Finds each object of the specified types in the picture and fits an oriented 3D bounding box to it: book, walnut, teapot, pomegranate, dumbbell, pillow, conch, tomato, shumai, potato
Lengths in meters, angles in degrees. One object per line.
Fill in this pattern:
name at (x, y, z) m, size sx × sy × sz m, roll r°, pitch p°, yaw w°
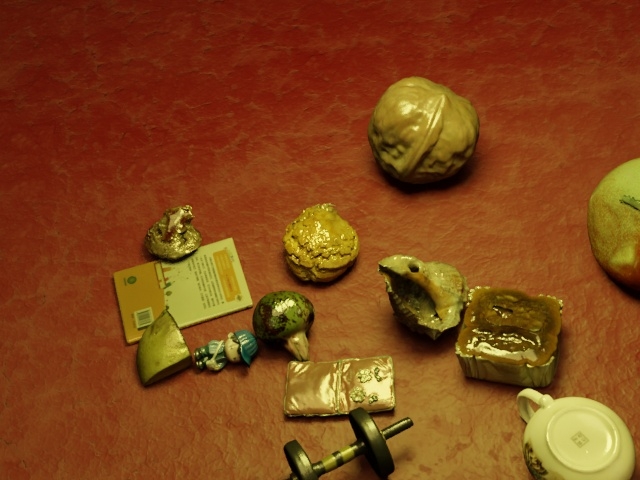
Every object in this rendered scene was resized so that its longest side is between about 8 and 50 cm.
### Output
book at (-0.322, 0.114, 2.152) m, size 0.296 × 0.020 × 0.208 m, roll -17°, pitch 52°, yaw -5°
walnut at (0.242, -0.258, 2.205) m, size 0.273 × 0.273 × 0.227 m, roll 35°, pitch 54°, yaw 29°
teapot at (0.479, 0.390, 1.751) m, size 0.204 × 0.139 × 0.298 m, roll -27°, pitch 56°, yaw -11°
pomegranate at (-0.076, 0.187, 2.014) m, size 0.138 × 0.163 × 0.125 m, roll -20°, pitch 11°, yaw -26°
dumbbell at (0.034, 0.420, 1.782) m, size 0.325 × 0.143 × 0.143 m, roll -25°, pitch 53°, yaw -11°
pillow at (0.040, 0.307, 1.935) m, size 0.233 × 0.043 × 0.126 m, roll -4°, pitch 55°, yaw 5°
conch at (0.213, 0.115, 1.976) m, size 0.163 × 0.245 × 0.178 m, roll -48°, pitch 31°, yaw 18°
tomato at (0.730, -0.039, 1.984) m, size 0.304 × 0.239 × 0.303 m, roll -2°, pitch 49°, yaw 2°
shumai at (-0.359, -0.019, 2.210) m, size 0.139 × 0.105 × 0.123 m, roll -4°, pitch 30°, yaw 45°
potato at (-0.361, 0.225, 2.019) m, size 0.120 × 0.081 × 0.149 m, roll -25°, pitch 63°, yaw -14°

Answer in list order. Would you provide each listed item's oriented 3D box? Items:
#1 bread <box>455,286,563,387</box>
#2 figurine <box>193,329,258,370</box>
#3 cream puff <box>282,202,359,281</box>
bread at (0.394, 0.196, 1.929) m, size 0.210 × 0.109 × 0.192 m, roll 10°, pitch 54°, yaw 15°
figurine at (-0.201, 0.240, 2.015) m, size 0.136 × 0.077 × 0.079 m, roll -11°, pitch 15°, yaw 18°
cream puff at (0.000, 0.000, 2.129) m, size 0.189 × 0.129 × 0.189 m, roll -2°, pitch 54°, yaw 3°
